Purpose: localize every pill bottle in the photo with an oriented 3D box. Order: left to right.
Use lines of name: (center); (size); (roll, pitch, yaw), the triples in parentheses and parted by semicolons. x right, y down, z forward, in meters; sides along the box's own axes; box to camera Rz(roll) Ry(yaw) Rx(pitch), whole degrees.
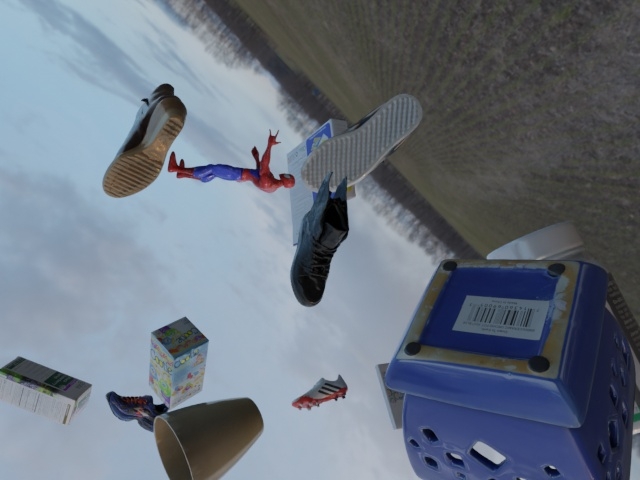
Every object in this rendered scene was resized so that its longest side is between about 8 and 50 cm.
pill bottle: (0.467, 0.161, 0.894); (0.204, 0.204, 0.362); (18, -131, -66)

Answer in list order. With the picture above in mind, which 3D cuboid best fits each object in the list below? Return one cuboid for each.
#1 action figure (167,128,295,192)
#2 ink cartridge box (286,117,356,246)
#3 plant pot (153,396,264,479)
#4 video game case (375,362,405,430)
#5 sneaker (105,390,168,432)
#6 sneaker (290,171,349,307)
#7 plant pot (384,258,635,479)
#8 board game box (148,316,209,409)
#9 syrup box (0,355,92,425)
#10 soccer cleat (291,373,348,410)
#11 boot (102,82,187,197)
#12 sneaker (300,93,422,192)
action figure: (-0.187, -0.185, 1.083); (0.280, 0.139, 0.091); (12, 176, 5)
ink cartridge box: (-0.004, -0.159, 1.427); (0.072, 0.303, 0.308); (-3, -99, -30)
plant pot: (-0.316, 0.589, 1.441); (0.273, 0.257, 0.257); (-16, -123, -38)
video game case: (0.218, 0.378, 1.192); (0.143, 0.019, 0.157); (1, -121, -29)
sneaker: (-0.553, 0.499, 1.454); (0.083, 0.087, 0.221); (29, 166, 46)
sneaker: (0.002, 0.001, 0.652); (0.051, 0.089, 0.171); (13, -110, -24)
plant pot: (0.223, 0.154, 0.566); (0.236, 0.235, 0.212); (-52, -52, -38)
board game box: (-0.503, 0.432, 1.693); (0.142, 0.276, 0.144); (36, -142, 28)
syrup box: (-0.797, 0.432, 1.382); (0.236, 0.097, 0.093); (21, -167, 0)
soccer cleat: (-0.002, 0.211, 0.671); (0.029, 0.083, 0.036); (97, 156, -50)
boot: (-0.390, -0.224, 1.064); (0.090, 0.248, 0.207); (38, -169, -39)
sneaker: (0.100, -0.222, 1.155); (0.126, 0.321, 0.127); (57, -171, -4)
